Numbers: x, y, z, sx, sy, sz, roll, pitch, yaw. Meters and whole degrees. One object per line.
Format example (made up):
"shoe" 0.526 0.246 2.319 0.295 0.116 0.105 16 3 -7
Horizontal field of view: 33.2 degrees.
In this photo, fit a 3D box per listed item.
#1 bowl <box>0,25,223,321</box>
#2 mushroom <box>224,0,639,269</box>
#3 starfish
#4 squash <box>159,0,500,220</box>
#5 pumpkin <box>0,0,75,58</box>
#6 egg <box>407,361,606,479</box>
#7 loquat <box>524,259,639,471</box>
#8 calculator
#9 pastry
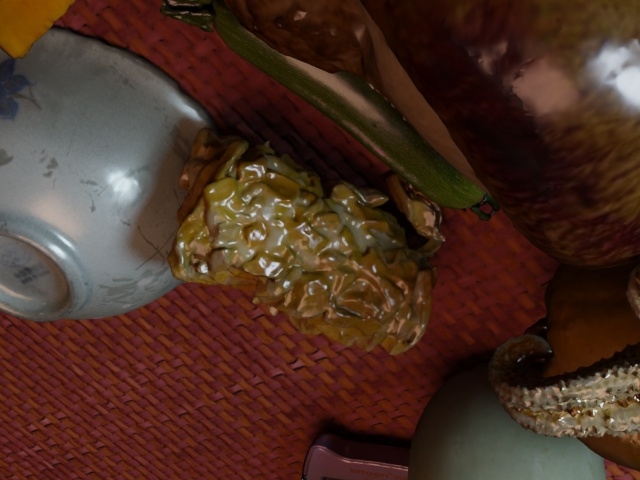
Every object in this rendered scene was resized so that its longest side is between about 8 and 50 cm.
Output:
"bowl" -0.238 -0.018 0.939 0.313 0.146 0.313 10 135 11
"mushroom" 0.086 -0.129 0.623 0.259 0.345 0.345 -27 121 18
"starfish" 0.268 0.065 0.640 0.312 0.113 0.303 26 130 -32
"squash" 0.031 -0.111 0.808 0.318 0.071 0.080 33 115 -18
"pumpkin" -0.175 -0.204 0.639 0.190 0.280 0.139 -41 111 7
"egg" 0.170 0.231 0.991 0.183 0.217 0.183 8 135 8
"loquat" 0.270 0.090 0.851 0.234 0.176 0.187 4 96 29
"calculator" 0.081 0.311 1.230 0.194 0.043 0.294 5 138 13
"pastry" 0.000 0.000 0.887 0.250 0.154 0.102 21 167 -21
